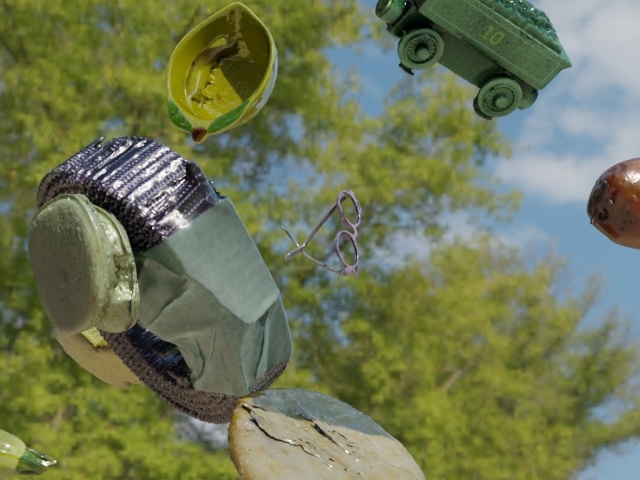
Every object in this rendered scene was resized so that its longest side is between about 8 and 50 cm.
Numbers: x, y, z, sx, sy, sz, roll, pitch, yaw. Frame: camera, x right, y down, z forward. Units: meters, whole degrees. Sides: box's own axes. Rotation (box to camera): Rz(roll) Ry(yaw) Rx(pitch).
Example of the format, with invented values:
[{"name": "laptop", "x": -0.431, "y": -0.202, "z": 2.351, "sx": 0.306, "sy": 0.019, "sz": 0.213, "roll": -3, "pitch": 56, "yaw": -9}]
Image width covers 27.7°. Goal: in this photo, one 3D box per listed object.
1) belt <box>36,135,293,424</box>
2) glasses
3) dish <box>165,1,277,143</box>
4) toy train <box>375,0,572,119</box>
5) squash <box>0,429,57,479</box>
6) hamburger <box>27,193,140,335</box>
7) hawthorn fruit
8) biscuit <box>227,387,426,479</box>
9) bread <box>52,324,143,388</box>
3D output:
[{"name": "belt", "x": -0.161, "y": 0.045, "z": 1.358, "sx": 0.260, "sy": 0.122, "sz": 0.324, "roll": -4, "pitch": -60, "yaw": 50}, {"name": "glasses", "x": 0.000, "y": 0.000, "z": 1.810, "sx": 0.104, "sy": 0.140, "sz": 0.062, "roll": -21, "pitch": -40, "yaw": 28}, {"name": "dish", "x": -0.118, "y": -0.201, "z": 1.669, "sx": 0.149, "sy": 0.207, "sz": 0.080, "roll": 6, "pitch": -22, "yaw": 24}, {"name": "toy train", "x": 0.128, "y": -0.171, "z": 1.079, "sx": 0.172, "sy": 0.070, "sz": 0.099, "roll": 27, "pitch": -59, "yaw": -30}, {"name": "squash", "x": -0.441, "y": 0.270, "z": 1.682, "sx": 0.200, "sy": 0.075, "sz": 0.090, "roll": 4, "pitch": 17, "yaw": 14}, {"name": "hamburger", "x": -0.228, "y": 0.024, "z": 1.252, "sx": 0.062, "sy": 0.140, "sz": 0.133, "roll": -9, "pitch": -3, "yaw": -42}, {"name": "hawthorn fruit", "x": 0.265, "y": -0.031, "z": 1.097, "sx": 0.093, "sy": 0.081, "sz": 0.081, "roll": 4, "pitch": -25, "yaw": -37}, {"name": "biscuit", "x": 0.011, "y": 0.207, "z": 1.177, "sx": 0.220, "sy": 0.220, "sz": 0.033, "roll": 14, "pitch": -62, "yaw": -29}, {"name": "bread", "x": -0.340, "y": 0.170, "z": 2.080, "sx": 0.149, "sy": 0.065, "sz": 0.187, "roll": -5, "pitch": -42, "yaw": 45}]
